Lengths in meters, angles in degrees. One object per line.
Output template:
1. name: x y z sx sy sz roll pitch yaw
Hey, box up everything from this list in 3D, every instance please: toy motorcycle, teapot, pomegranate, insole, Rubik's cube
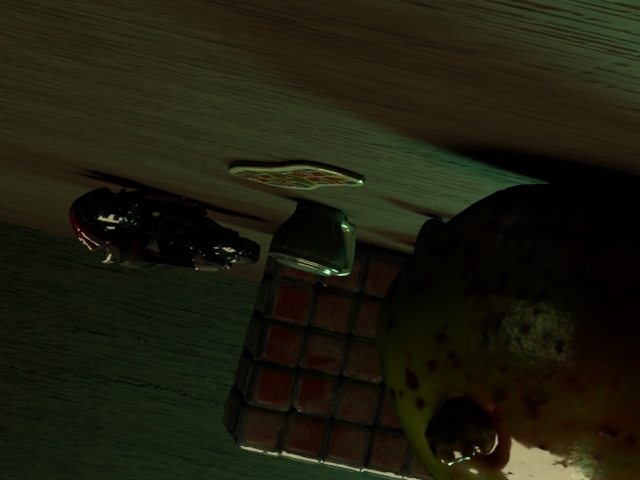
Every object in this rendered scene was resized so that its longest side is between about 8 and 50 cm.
1. toy motorcycle: -0.169 -0.006 1.693 0.213 0.082 0.122 18 173 -34
2. teapot: 0.000 0.000 1.419 0.066 0.057 0.088 12 173 43
3. pomegranate: 0.151 0.067 0.932 0.246 0.198 0.198 12 178 -38
4. insole: -0.021 -0.047 1.199 0.065 0.006 0.193 15 176 -23
5. Rubik's cube: 0.034 0.131 1.800 0.237 0.238 0.237 15 175 -6

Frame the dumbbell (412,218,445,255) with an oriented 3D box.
1. dumbbell: 0.130 0.018 1.267 0.118 0.052 0.046 12 146 14

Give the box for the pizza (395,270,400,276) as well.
1. pizza: 0.181 0.066 1.595 0.226 0.069 0.147 15 -175 -36
